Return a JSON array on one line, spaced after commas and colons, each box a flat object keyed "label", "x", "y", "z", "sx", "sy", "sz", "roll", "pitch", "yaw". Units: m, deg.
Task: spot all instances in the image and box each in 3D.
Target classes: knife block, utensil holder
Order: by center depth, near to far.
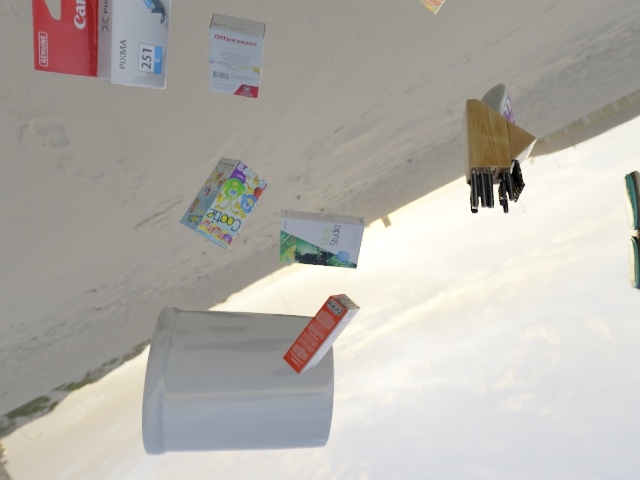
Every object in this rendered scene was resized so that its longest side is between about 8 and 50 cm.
[{"label": "utensil holder", "x": -0.180, "y": 0.324, "z": 1.049, "sx": 0.386, "sy": 0.327, "sz": 0.327, "roll": 3, "pitch": -178, "yaw": -7}, {"label": "knife block", "x": 0.400, "y": -0.198, "z": 1.120, "sx": 0.242, "sy": 0.275, "sz": 0.088, "roll": -39, "pitch": 156, "yaw": -11}]

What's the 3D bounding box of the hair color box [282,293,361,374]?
[{"label": "hair color box", "x": 0.003, "y": 0.159, "z": 0.768, "sx": 0.141, "sy": 0.043, "sz": 0.072, "roll": -53, "pitch": 159, "yaw": 11}]

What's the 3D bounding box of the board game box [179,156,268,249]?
[{"label": "board game box", "x": -0.333, "y": -0.130, "z": 1.544, "sx": 0.144, "sy": 0.142, "sz": 0.275, "roll": 21, "pitch": -103, "yaw": 50}]

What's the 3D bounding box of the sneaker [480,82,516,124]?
[{"label": "sneaker", "x": 0.604, "y": -0.383, "z": 1.475, "sx": 0.102, "sy": 0.161, "sz": 0.282, "roll": -25, "pitch": -140, "yaw": 48}]

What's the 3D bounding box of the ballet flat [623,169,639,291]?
[{"label": "ballet flat", "x": 0.436, "y": -0.013, "z": 0.590, "sx": 0.053, "sy": 0.168, "sz": 0.057, "roll": -6, "pitch": -168, "yaw": 20}]

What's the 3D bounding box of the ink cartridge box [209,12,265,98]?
[{"label": "ink cartridge box", "x": -0.207, "y": -0.454, "z": 1.108, "sx": 0.128, "sy": 0.072, "sz": 0.175, "roll": 8, "pitch": 144, "yaw": -9}]

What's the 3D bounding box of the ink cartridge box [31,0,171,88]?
[{"label": "ink cartridge box", "x": -0.437, "y": -0.479, "z": 0.916, "sx": 0.066, "sy": 0.296, "sz": 0.261, "roll": 23, "pitch": -157, "yaw": 31}]

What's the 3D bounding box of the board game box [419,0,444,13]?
[{"label": "board game box", "x": 0.160, "y": -0.582, "z": 0.922, "sx": 0.039, "sy": 0.259, "sz": 0.124, "roll": -52, "pitch": -174, "yaw": 5}]

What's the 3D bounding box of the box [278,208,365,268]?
[{"label": "box", "x": 0.000, "y": 0.000, "z": 1.741, "sx": 0.322, "sy": 0.232, "sz": 0.058, "roll": 6, "pitch": -141, "yaw": 0}]
